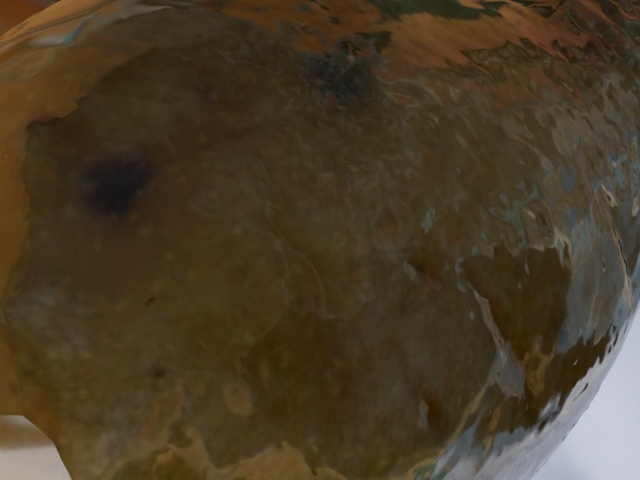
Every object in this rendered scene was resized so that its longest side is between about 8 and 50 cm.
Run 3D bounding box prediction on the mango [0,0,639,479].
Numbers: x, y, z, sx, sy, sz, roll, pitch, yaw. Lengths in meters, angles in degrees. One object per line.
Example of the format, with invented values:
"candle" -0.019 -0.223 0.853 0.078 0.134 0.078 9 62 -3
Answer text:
"mango" -0.003 0.007 0.555 0.175 0.177 0.329 29 -153 29
